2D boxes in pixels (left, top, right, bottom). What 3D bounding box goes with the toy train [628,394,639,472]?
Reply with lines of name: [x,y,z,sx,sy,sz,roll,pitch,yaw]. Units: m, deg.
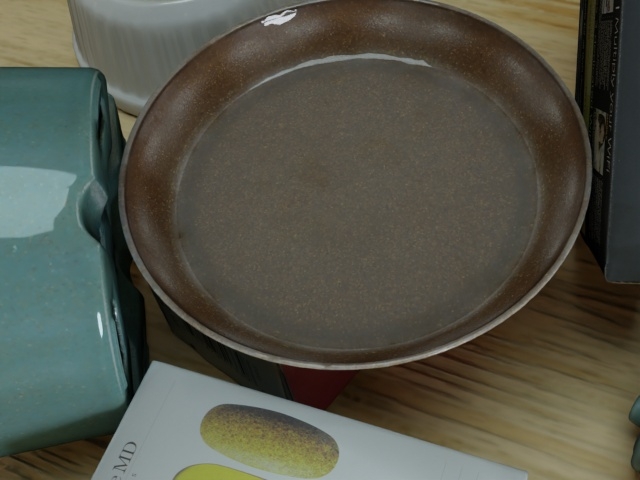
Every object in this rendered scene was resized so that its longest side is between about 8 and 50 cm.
toy train: [0.313,0.049,0.589,0.142,0.190,0.334,29,64,25]

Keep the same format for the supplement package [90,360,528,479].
supplement package: [-0.011,0.190,0.571,0.244,0.134,0.139,13,58,17]

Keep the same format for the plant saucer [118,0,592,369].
plant saucer: [0.021,-0.045,0.626,0.310,0.050,0.311,-3,57,4]

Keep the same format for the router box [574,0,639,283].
router box: [0.223,-0.147,0.618,0.081,0.309,0.243,2,13,10]

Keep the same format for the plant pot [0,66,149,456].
plant pot: [-0.299,0.023,0.633,0.334,0.341,0.341,-6,55,-7]

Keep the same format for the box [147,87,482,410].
box: [0.000,0.000,0.706,0.148,0.127,0.232,32,66,26]

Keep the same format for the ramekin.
ramekin: [-0.121,-0.253,0.898,0.272,0.127,0.273,-4,55,5]
